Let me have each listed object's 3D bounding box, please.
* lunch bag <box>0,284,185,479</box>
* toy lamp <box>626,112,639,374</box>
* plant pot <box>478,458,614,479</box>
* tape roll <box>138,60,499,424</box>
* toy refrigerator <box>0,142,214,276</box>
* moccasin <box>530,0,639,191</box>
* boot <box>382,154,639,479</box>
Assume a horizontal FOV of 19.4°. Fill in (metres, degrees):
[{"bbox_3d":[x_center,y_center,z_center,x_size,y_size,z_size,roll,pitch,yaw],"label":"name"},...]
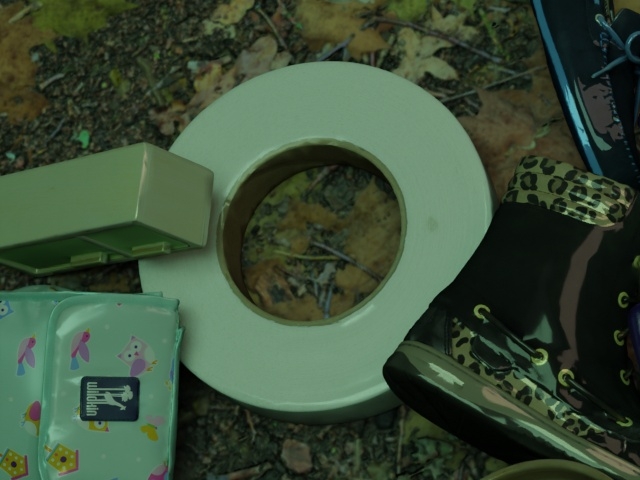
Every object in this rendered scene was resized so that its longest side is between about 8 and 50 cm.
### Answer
[{"bbox_3d":[-0.267,0.159,1.941,0.262,0.160,0.223,2,87,19],"label":"lunch bag"},{"bbox_3d":[0.328,0.005,1.758,0.080,0.080,0.275,-1,61,16],"label":"toy lamp"},{"bbox_3d":[0.205,0.326,1.689,0.237,0.110,0.237,-19,48,23],"label":"plant pot"},{"bbox_3d":[0.000,0.000,1.978,0.392,0.072,0.392,-5,71,14],"label":"tape roll"},{"bbox_3d":[-0.245,-0.025,1.982,0.269,0.102,0.094,-10,67,40],"label":"toy refrigerator"},{"bbox_3d":[0.288,-0.207,1.930,0.116,0.138,0.342,-15,69,6],"label":"moccasin"},{"bbox_3d":[0.282,0.107,1.817,0.377,0.138,0.284,27,69,7],"label":"boot"}]
